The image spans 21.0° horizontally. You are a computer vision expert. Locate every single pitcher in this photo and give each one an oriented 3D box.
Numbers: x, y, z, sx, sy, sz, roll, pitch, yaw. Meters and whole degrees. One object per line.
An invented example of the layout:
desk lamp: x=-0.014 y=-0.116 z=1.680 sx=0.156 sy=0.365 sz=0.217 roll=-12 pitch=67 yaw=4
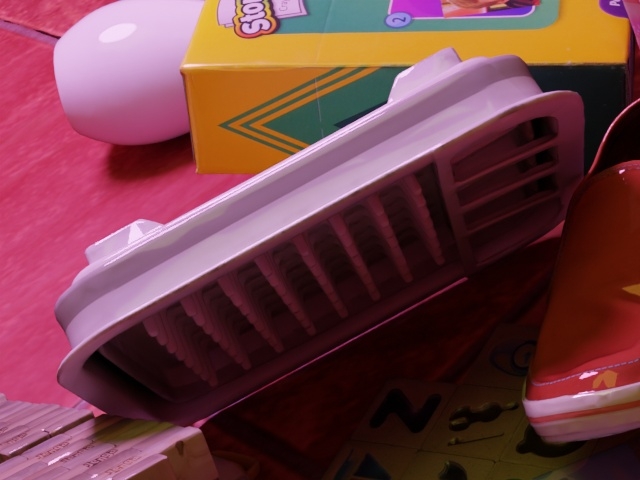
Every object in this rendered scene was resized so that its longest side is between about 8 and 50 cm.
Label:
pitcher: x=-0.117 y=-0.166 z=1.504 sx=0.207 sy=0.125 sz=0.178 roll=-12 pitch=28 yaw=6

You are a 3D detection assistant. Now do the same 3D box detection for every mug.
mug: x=-0.074 y=0.153 z=1.091 sx=0.064 sy=0.062 sz=0.078 roll=6 pitch=53 yaw=30

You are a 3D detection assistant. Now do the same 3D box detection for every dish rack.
dish rack: x=0.000 y=0.000 z=1.061 sx=0.333 sy=0.285 sz=0.072 roll=-29 pitch=74 yaw=0

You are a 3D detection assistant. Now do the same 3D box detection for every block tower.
block tower: x=-0.155 y=0.158 z=1.018 sx=0.091 sy=0.097 sz=0.335 roll=-25 pitch=12 yaw=-27

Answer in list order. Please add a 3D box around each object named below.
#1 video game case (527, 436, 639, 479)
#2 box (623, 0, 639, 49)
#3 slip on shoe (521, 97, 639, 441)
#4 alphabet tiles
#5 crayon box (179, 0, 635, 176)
video game case: x=0.121 y=0.195 z=0.868 sx=0.285 sy=0.025 sz=0.204 roll=-21 pitch=33 yaw=-3
box: x=0.328 y=-0.161 z=1.026 sx=0.154 sy=0.142 sz=0.300 roll=-41 pitch=35 yaw=-18
slip on shoe: x=0.180 y=0.010 z=0.998 sx=0.123 sy=0.101 sz=0.331 roll=-16 pitch=21 yaw=29
alphabet tiles: x=0.138 y=0.155 z=0.978 sx=0.342 sy=0.011 sz=0.285 roll=3 pitch=44 yaw=39
crayon box: x=0.084 y=-0.195 z=1.333 sx=0.313 sy=0.106 sz=0.363 roll=0 pitch=40 yaw=12
